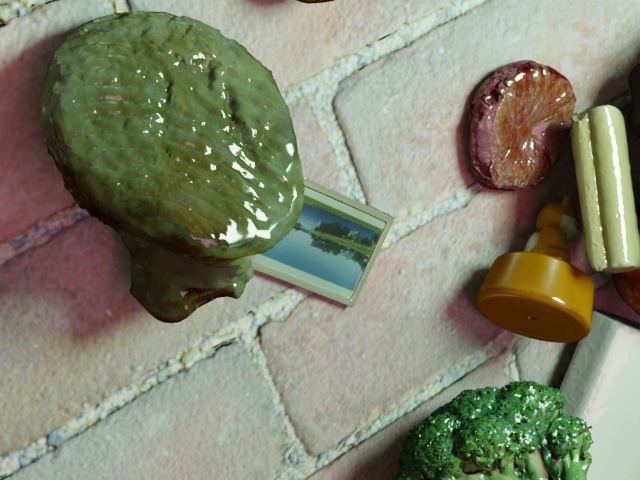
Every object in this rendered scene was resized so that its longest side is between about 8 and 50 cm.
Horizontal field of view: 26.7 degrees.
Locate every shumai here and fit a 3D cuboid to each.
[{"bbox_3d":[-0.152,-0.066,1.250,0.222,0.203,0.272,-17,79,-28],"label":"shumai"}]

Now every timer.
[{"bbox_3d":[0.259,0.022,1.529,0.132,0.132,0.152,35,64,-34],"label":"timer"}]

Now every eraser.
[{"bbox_3d":[0.355,0.233,1.656,0.174,0.095,0.270,16,96,-34],"label":"eraser"}]

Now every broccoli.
[{"bbox_3d":[0.203,0.293,1.490,0.270,0.270,0.270,-20,138,-20],"label":"broccoli"}]

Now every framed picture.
[{"bbox_3d":[0.000,0.000,1.416,0.149,0.011,0.109,22,94,-35],"label":"framed picture"}]

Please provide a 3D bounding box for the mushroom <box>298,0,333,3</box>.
[{"bbox_3d":[0.001,-0.287,1.276,0.109,0.085,0.126,-2,101,-30],"label":"mushroom"}]

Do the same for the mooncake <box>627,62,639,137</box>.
[{"bbox_3d":[0.477,-0.122,1.522,0.283,0.141,0.283,19,52,-27],"label":"mooncake"}]

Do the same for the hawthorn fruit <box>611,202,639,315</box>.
[{"bbox_3d":[0.430,0.029,1.594,0.173,0.173,0.173,-10,111,-28],"label":"hawthorn fruit"}]

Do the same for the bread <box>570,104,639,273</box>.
[{"bbox_3d":[0.317,-0.051,1.498,0.060,0.139,0.178,-8,83,14],"label":"bread"}]

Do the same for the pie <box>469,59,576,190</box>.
[{"bbox_3d":[0.224,-0.125,1.491,0.153,0.038,0.153,-10,110,-30],"label":"pie"}]
